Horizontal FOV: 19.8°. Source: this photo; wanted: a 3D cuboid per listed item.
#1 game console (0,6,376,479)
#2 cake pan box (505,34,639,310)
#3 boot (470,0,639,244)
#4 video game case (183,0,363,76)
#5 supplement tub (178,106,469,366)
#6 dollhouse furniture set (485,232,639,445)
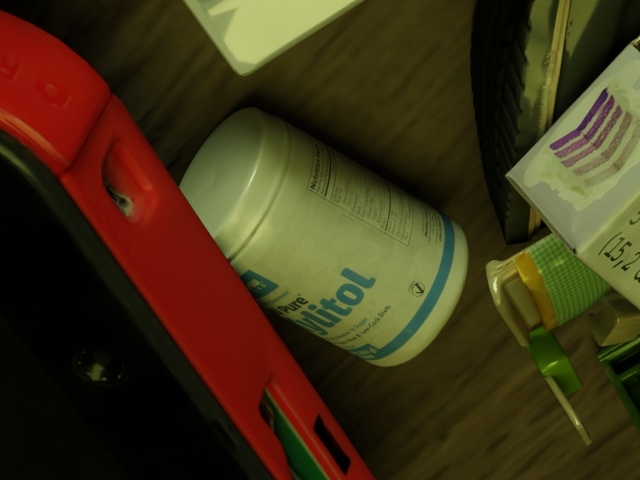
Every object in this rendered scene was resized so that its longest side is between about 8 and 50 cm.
[{"bbox_3d":[-0.170,0.087,0.767,0.342,0.060,0.386,-13,129,25],"label":"game console"},{"bbox_3d":[0.235,-0.040,0.693,0.246,0.070,0.267,-47,127,9],"label":"cake pan box"},{"bbox_3d":[0.132,-0.089,0.690,0.137,0.077,0.197,-4,129,-10],"label":"boot"},{"bbox_3d":[-0.009,-0.181,0.595,0.183,0.023,0.201,-31,106,16],"label":"video game case"},{"bbox_3d":[0.000,0.000,0.739,0.107,0.071,0.071,28,119,-25],"label":"supplement tub"},{"bbox_3d":[0.126,0.042,0.756,0.076,0.058,0.151,-31,149,4],"label":"dollhouse furniture set"}]
